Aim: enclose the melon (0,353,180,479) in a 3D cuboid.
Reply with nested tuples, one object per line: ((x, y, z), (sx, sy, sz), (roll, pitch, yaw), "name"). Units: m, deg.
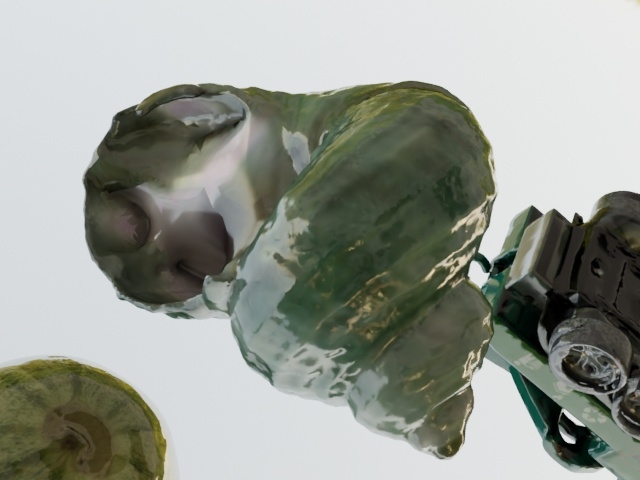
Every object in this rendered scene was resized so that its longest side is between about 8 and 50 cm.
((-0.239, 0.221, 1.037), (0.249, 0.329, 0.248), (15, -129, -19), "melon")

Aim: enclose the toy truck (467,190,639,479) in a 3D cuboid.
((0.255, 0.113, 1.001), (0.363, 0.178, 0.176), (38, -132, -11), "toy truck")

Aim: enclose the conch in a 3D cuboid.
((0.000, 0.000, 0.713), (0.277, 0.220, 0.195), (53, 173, 16), "conch")
